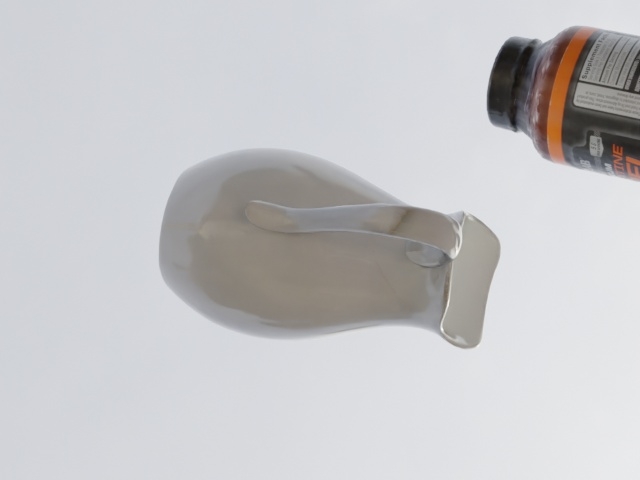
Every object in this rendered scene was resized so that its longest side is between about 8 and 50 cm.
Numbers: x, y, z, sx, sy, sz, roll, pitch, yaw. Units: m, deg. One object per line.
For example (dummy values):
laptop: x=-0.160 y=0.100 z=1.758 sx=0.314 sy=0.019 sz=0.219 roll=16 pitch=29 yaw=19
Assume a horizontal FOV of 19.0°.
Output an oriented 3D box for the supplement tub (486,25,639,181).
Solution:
supplement tub: x=0.223 y=-0.096 z=1.380 sx=0.106 sy=0.198 sz=0.106 roll=-41 pitch=-42 yaw=-51

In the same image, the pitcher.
pitcher: x=0.000 y=0.000 z=1.223 sx=0.207 sy=0.178 sz=0.125 roll=10 pitch=-107 yaw=15
